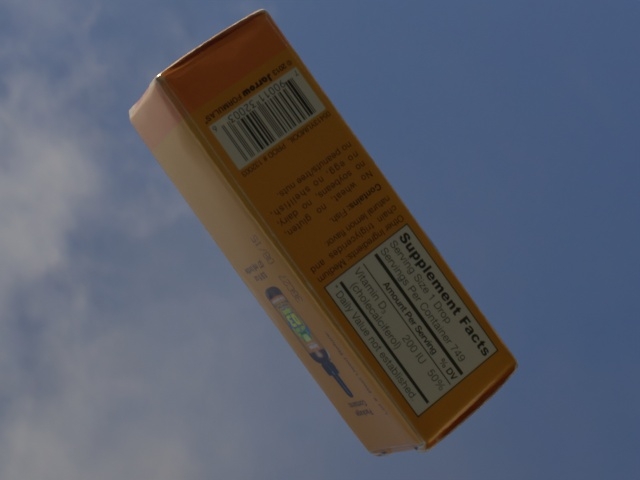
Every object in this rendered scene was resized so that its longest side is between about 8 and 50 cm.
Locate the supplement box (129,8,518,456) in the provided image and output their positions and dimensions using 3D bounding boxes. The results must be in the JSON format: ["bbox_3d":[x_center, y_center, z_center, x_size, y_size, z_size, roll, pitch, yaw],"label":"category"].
[{"bbox_3d":[0.000,0.000,0.759,0.080,0.078,0.233,-35,-87,-22],"label":"supplement box"}]
